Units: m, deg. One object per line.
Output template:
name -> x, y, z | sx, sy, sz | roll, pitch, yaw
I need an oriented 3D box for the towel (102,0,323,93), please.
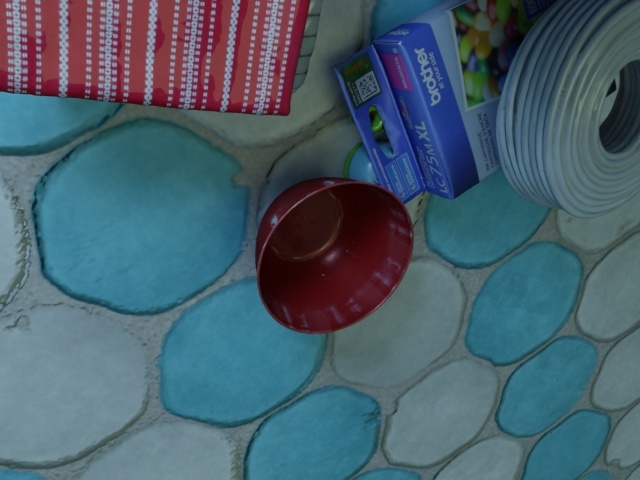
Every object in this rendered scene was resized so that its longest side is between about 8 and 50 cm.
towel -> -0.114, -0.258, 0.504 | 0.235, 0.121, 0.283 | -4, 120, -25

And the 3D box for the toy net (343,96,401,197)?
toy net -> 0.133, -0.127, 0.764 | 0.232, 0.045, 0.122 | -19, 112, -22

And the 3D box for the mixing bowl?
mixing bowl -> 0.000, 0.000, 0.724 | 0.181, 0.098, 0.181 | -13, 123, -21

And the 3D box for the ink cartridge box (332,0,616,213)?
ink cartridge box -> 0.180, -0.176, 0.712 | 0.311, 0.065, 0.186 | -32, 118, -14

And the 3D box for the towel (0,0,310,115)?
towel -> -0.129, -0.186, 0.445 | 0.275, 0.031, 0.199 | 0, 120, -26

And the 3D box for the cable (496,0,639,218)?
cable -> 0.303, -0.148, 0.696 | 0.257, 0.089, 0.257 | -26, 126, -21
